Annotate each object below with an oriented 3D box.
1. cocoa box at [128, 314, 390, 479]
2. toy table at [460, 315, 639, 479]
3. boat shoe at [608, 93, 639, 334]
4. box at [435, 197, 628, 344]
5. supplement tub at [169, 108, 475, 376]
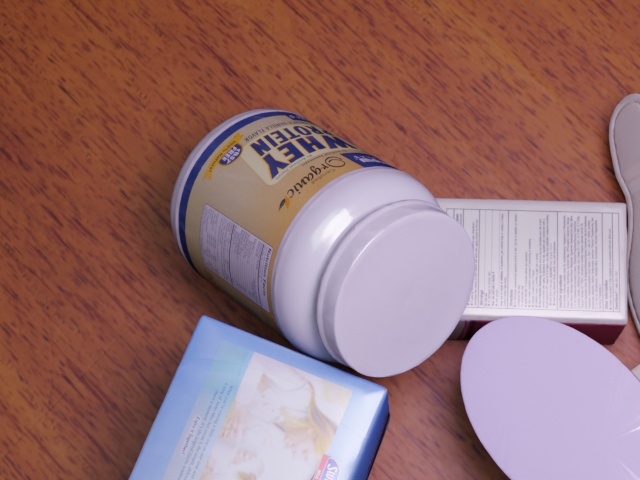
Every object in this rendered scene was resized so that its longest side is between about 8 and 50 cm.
[{"bbox_3d":[-0.086,0.297,1.625,0.231,0.228,0.347,21,77,9],"label":"cocoa box"},{"bbox_3d":[0.292,0.209,1.635,0.252,0.161,0.274,-37,65,9],"label":"toy table"},{"bbox_3d":[0.424,-0.016,1.743,0.096,0.116,0.324,1,76,-27],"label":"boat shoe"},{"bbox_3d":[0.242,0.039,1.729,0.232,0.127,0.149,2,75,5],"label":"box"},{"bbox_3d":[0.000,0.000,1.643,0.228,0.228,0.316,-48,44,-9],"label":"supplement tub"}]
